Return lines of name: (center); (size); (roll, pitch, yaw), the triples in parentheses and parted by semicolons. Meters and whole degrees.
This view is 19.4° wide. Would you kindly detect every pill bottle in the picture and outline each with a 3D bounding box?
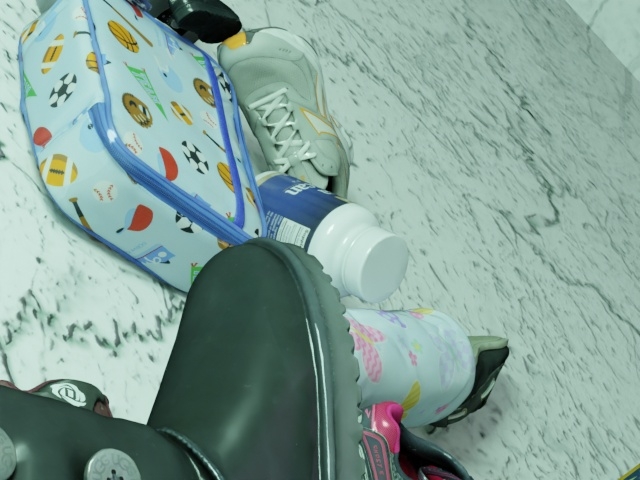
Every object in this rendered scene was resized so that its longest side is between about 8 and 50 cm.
pill bottle: (0.000, 0.000, 1.809); (0.169, 0.094, 0.094); (24, 6, 38)

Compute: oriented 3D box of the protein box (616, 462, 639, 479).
protein box: (0.373, 0.333, 1.894); (0.200, 0.201, 0.136); (43, 24, -12)

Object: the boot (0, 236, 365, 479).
boot: (-0.191, 0.114, 1.195); (0.445, 0.146, 0.367); (11, 46, -28)

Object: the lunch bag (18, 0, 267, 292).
lunch bag: (-0.161, -0.105, 1.766); (0.243, 0.115, 0.303); (34, 29, -35)

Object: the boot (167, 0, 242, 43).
boot: (-0.131, -0.252, 1.865); (0.099, 0.045, 0.121); (63, 19, 17)

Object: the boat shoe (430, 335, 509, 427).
boat shoe: (0.148, 0.142, 1.987); (0.233, 0.084, 0.079); (-20, 108, -72)

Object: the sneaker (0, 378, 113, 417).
sneaker: (-0.137, 0.184, 1.375); (0.281, 0.106, 0.162); (37, 23, -23)

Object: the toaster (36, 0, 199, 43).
toaster: (-0.214, -0.286, 1.947); (0.168, 0.110, 0.185); (22, 35, -47)

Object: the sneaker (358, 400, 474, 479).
sneaker: (0.115, 0.265, 1.670); (0.299, 0.112, 0.121); (40, 25, -20)

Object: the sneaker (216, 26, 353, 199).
sneaker: (-0.026, -0.111, 1.953); (0.262, 0.099, 0.121); (54, 21, -47)

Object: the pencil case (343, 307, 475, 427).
pencil case: (0.036, 0.114, 1.763); (0.273, 0.113, 0.124); (5, 48, -57)
